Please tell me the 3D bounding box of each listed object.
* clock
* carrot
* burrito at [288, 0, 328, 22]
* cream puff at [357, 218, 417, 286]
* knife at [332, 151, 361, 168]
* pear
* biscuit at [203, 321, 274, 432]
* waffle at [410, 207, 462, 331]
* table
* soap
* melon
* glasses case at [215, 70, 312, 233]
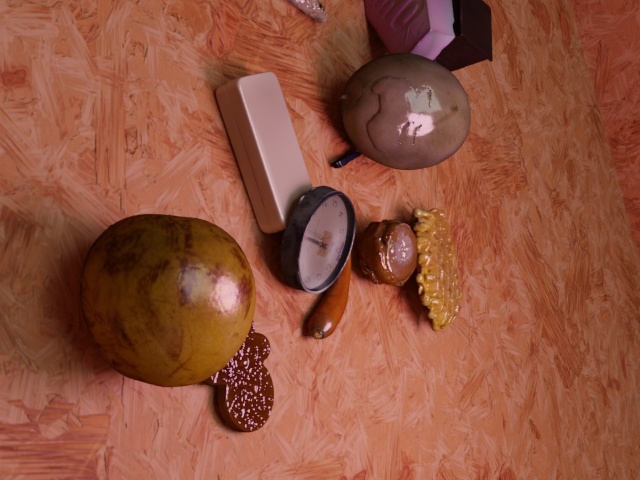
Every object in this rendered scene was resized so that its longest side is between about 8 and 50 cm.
[{"bbox_3d":[0.000,0.000,1.663,0.226,0.049,0.226,-38,137,-47],"label":"clock"},{"bbox_3d":[0.033,0.114,1.749,0.062,0.066,0.271,104,9,-49],"label":"carrot"},{"bbox_3d":[-0.048,-0.558,1.818,0.188,0.045,0.058,26,55,-43],"label":"burrito"},{"bbox_3d":[0.149,0.028,1.858,0.165,0.115,0.150,-47,116,-36],"label":"cream puff"},{"bbox_3d":[0.064,-0.191,1.877,0.121,0.031,0.018,-35,106,-51],"label":"knife"},{"bbox_3d":[-0.235,0.092,1.254,0.280,0.280,0.281,16,69,-48],"label":"pear"},{"bbox_3d":[-0.152,0.241,1.495,0.179,0.039,0.236,-21,98,-54],"label":"biscuit"},{"bbox_3d":[0.296,0.070,2.027,0.329,0.062,0.330,-11,90,-67],"label":"waffle"},{"bbox_3d":[0.341,-0.562,2.183,0.169,0.193,0.173,21,65,-47],"label":"table"},{"bbox_3d":[0.213,-0.605,2.038,0.109,0.193,0.324,6,49,-46],"label":"soap"},{"bbox_3d":[0.191,-0.301,1.879,0.330,0.268,0.269,4,78,-32],"label":"melon"},{"bbox_3d":[-0.106,-0.179,1.631,0.131,0.070,0.313,-29,104,-51],"label":"glasses case"}]
